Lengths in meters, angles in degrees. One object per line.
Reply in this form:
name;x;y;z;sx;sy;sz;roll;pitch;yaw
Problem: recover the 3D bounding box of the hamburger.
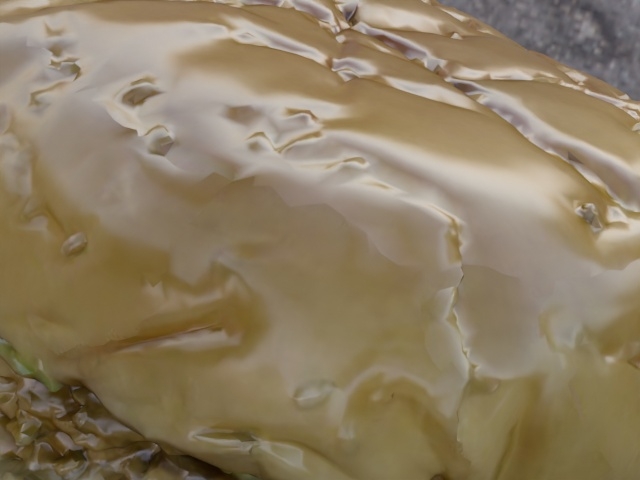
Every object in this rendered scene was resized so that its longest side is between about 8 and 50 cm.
hamburger;0.000;0.000;0.474;0.319;0.158;0.318;14;23;-6
